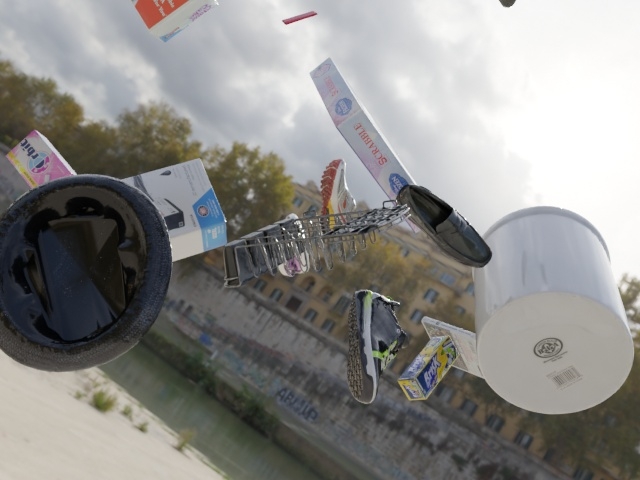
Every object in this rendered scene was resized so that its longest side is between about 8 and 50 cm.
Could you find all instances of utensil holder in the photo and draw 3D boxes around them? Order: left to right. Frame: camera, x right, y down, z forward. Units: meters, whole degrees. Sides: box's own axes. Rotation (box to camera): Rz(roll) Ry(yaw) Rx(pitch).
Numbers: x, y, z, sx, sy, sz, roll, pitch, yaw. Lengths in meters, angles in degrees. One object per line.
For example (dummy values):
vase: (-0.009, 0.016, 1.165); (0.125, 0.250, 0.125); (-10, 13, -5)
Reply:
utensil holder: (0.503, 0.144, 1.501); (0.327, 0.328, 0.385); (36, 29, -5)

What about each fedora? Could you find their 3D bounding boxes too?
fedora: (-0.384, 0.064, 1.091); (0.334, 0.334, 0.152); (32, -24, 13)

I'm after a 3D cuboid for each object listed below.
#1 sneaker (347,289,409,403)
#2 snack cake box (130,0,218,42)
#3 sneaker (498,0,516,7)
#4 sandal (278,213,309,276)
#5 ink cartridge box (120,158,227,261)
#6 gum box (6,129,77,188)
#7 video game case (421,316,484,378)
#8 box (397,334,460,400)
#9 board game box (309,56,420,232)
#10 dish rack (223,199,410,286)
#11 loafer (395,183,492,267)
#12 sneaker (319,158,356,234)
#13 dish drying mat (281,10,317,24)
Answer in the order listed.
sneaker: (0.098, 0.160, 1.074); (0.097, 0.235, 0.084); (11, -52, -5)
snack cake box: (-0.355, -0.582, 1.428); (0.264, 0.152, 0.089); (59, 8, 3)
sneaker: (0.497, -0.687, 1.728); (0.064, 0.167, 0.076); (8, 24, 5)
sandal: (-0.108, 0.038, 2.032); (0.416, 0.102, 0.169); (119, -47, -75)
ink cartridge box: (-0.430, -0.062, 1.782); (0.129, 0.307, 0.223); (102, -34, -61)
gum box: (-0.758, -0.202, 1.823); (0.188, 0.107, 0.062); (46, -4, 17)
video game case: (0.372, 0.291, 1.798); (0.173, 0.022, 0.190); (16, -34, 44)
box: (0.249, 0.290, 1.532); (0.054, 0.169, 0.059); (-19, -74, 47)
board game box: (0.112, -0.214, 1.469); (0.319, 0.066, 0.318); (49, 12, -31)
dish rack: (0.000, 0.000, 1.029); (0.271, 0.208, 0.074); (-7, -78, 31)
loafer: (0.241, -0.028, 1.297); (0.223, 0.076, 0.078); (40, -14, 3)
sneaker: (0.052, -0.122, 1.909); (0.092, 0.225, 0.088); (-4, 17, -22)
dish drying mat: (-0.050, -0.539, 1.620); (0.032, 0.083, 0.008); (-127, -160, -52)
